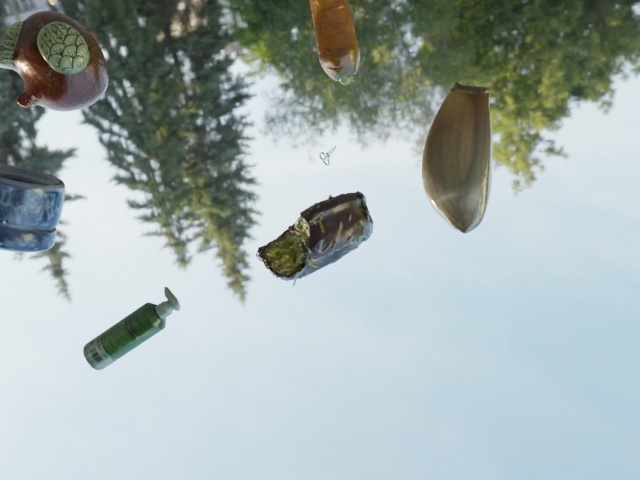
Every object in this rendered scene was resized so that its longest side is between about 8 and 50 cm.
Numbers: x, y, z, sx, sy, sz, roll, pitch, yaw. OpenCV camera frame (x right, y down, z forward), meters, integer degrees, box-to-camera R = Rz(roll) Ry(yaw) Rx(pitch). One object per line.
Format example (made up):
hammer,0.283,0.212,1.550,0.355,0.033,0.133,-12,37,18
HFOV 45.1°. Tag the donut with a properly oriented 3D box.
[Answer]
donut,0.001,-0.001,1.435,0.230,0.096,0.216,-36,169,28

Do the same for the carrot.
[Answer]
carrot,0.003,-0.349,1.067,0.066,0.271,0.062,-21,-162,-20

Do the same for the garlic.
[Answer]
garlic,0.293,-0.176,1.629,0.143,0.318,0.112,4,-176,30

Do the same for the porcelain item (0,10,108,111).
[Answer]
porcelain item,-0.636,-0.405,1.818,0.253,0.253,0.253,-9,-153,5

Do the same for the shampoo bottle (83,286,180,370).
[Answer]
shampoo bottle,-0.350,0.165,1.449,0.204,0.065,0.065,-34,-155,11

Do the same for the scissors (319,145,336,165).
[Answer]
scissors,0.020,-0.200,1.777,0.006,0.036,0.083,-32,175,-29

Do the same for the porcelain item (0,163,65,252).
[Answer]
porcelain item,-0.470,-0.048,1.171,0.147,0.114,0.147,13,-171,-2

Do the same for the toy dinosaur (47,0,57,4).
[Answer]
toy dinosaur,-0.300,-0.357,0.878,0.070,0.117,0.288,0,179,-17
